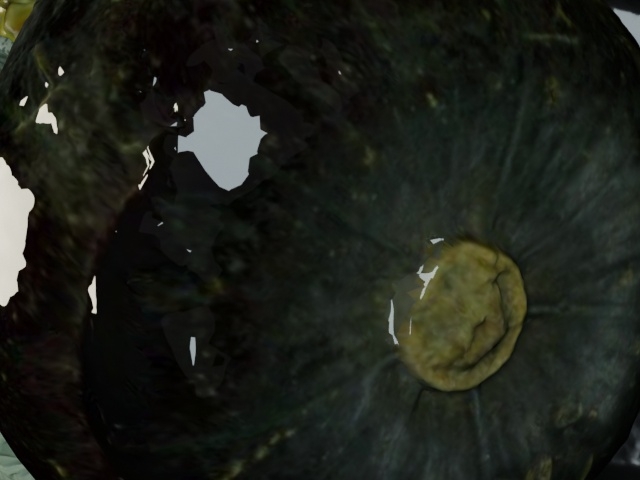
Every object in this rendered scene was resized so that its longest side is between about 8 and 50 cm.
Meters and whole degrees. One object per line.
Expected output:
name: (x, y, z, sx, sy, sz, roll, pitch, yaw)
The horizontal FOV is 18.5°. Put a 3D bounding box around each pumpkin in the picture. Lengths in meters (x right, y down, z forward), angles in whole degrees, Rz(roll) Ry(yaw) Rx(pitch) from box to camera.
pumpkin: (0.000, 0.000, 1.184, 0.454, 0.454, 0.344, -51, 29, -5)

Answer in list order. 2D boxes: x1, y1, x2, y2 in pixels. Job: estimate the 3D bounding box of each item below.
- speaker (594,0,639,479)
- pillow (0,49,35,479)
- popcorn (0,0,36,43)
speaker: (0.270, -0.013, 1.395, 0.180, 0.184, 0.388, 7, 86, 15)
pillow: (-0.250, 0.023, 1.450, 0.310, 0.138, 0.283, 47, 125, 22)
popcorn: (-0.138, -0.194, 1.472, 0.224, 0.258, 0.270, -26, 112, -2)
